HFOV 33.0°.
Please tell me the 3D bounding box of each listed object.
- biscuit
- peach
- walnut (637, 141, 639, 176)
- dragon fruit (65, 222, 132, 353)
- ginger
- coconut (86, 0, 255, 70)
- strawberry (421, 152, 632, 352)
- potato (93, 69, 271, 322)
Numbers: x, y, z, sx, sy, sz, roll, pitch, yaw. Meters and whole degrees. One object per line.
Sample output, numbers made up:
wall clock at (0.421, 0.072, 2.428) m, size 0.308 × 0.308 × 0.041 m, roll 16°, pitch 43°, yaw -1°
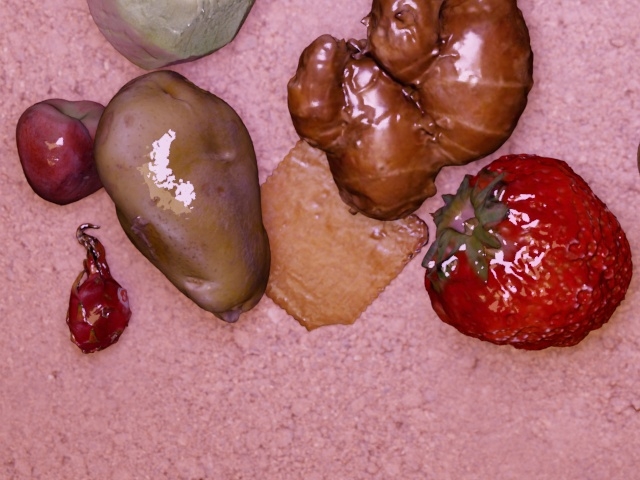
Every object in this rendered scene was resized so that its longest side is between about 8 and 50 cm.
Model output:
biscuit at (0.000, 0.000, 1.527) m, size 0.232 × 0.013 × 0.237 m, roll 40°, pitch 107°, yaw -3°
peach at (-0.348, -0.118, 1.490) m, size 0.152 × 0.152 × 0.152 m, roll 2°, pitch 105°, yaw 8°
walnut at (0.525, -0.083, 1.308) m, size 0.283 × 0.283 × 0.227 m, roll 42°, pitch 135°, yaw -3°
dragon fruit at (-0.322, 0.070, 1.561) m, size 0.094 × 0.094 × 0.191 m, roll -1°, pitch 93°, yaw 9°
ginger at (0.120, -0.200, 1.362) m, size 0.357 × 0.152 × 0.274 m, roll -37°, pitch 116°, yaw 15°
coconut at (-0.186, -0.324, 1.373) m, size 0.204 × 0.236 × 0.236 m, roll 19°, pitch 108°, yaw -21°
strawberry at (0.273, 0.030, 1.389) m, size 0.276 × 0.257 × 0.257 m, roll 35°, pitch 108°, yaw -19°
potato at (-0.168, -0.053, 1.430) m, size 0.202 × 0.218 × 0.351 m, roll -22°, pitch 101°, yaw -7°
